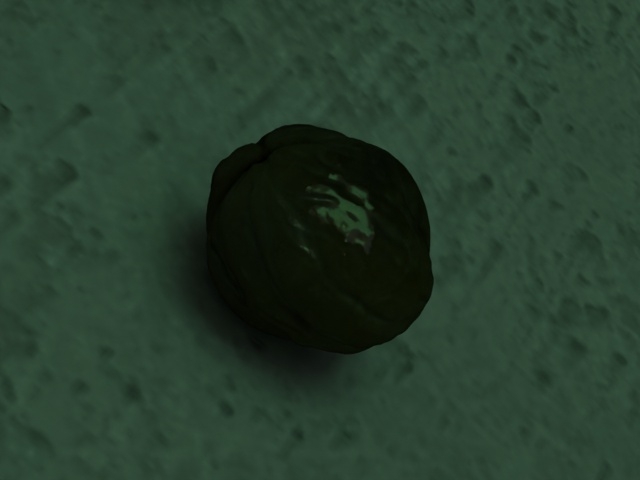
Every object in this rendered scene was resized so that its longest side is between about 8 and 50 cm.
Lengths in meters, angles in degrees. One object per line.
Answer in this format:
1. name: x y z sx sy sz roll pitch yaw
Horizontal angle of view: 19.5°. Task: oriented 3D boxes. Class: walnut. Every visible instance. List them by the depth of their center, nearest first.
1. walnut: 0.000 0.000 0.686 0.092 0.092 0.092 25 39 -23
